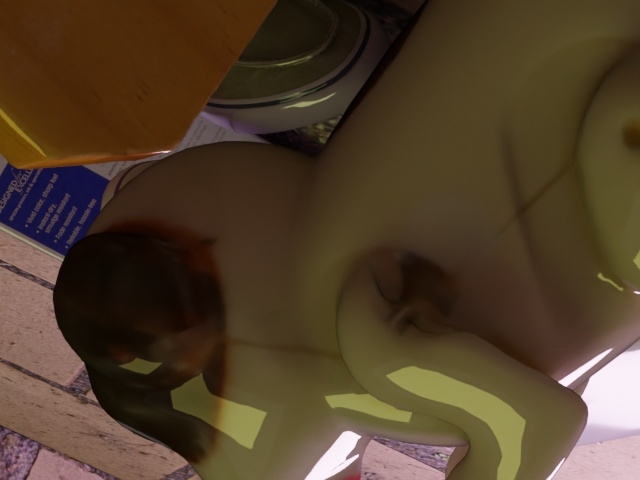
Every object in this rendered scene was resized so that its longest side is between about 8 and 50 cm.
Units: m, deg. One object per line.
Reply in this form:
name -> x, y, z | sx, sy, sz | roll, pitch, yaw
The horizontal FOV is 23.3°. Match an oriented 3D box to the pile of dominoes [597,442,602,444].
pile of dominoes -> 0.114, 0.137, 1.444 | 0.251, 0.040, 0.196 | 29, 172, -34

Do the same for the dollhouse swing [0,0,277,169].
dollhouse swing -> -0.193, -0.220, 0.659 | 0.315, 0.347, 0.305 | 4, 141, 38

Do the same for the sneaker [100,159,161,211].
sneaker -> 0.000, -0.001, 1.065 | 0.282, 0.102, 0.161 | 20, 157, -24

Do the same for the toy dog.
toy dog -> 0.055, -0.001, 0.853 | 0.395, 0.407, 0.284 | 62, -169, -10

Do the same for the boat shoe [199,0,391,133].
boat shoe -> -0.089, -0.149, 1.126 | 0.302, 0.109, 0.094 | 8, 153, 37

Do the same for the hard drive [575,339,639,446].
hard drive -> 0.318, 0.073, 1.104 | 0.353, 0.047, 0.233 | -11, 156, 0

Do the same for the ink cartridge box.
ink cartridge box -> -0.145, -0.043, 1.322 | 0.371, 0.176, 0.069 | 29, -173, -19
